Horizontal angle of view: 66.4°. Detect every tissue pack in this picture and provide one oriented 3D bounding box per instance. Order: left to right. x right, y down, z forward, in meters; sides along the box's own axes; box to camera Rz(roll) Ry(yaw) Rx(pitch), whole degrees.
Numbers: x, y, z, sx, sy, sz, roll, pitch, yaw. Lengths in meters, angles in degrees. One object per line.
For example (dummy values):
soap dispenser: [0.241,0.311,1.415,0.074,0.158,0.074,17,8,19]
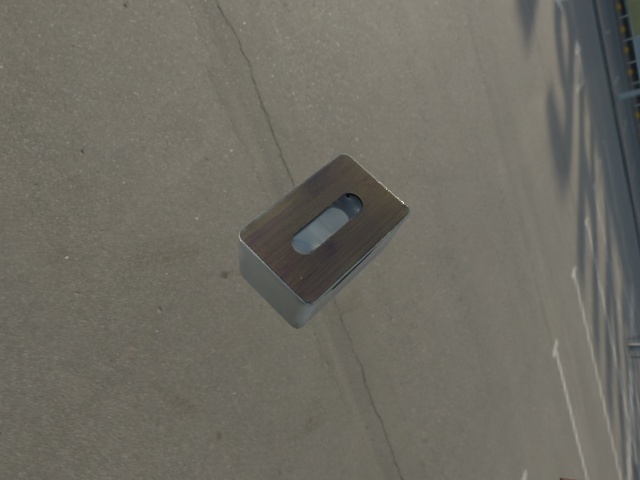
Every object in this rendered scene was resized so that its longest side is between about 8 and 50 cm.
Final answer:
tissue pack: [0.001,0.001,0.815,0.159,0.136,0.246,43,64,12]

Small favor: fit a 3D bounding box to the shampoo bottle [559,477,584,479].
shampoo bottle: [0.312,0.234,0.371,0.068,0.236,0.067,29,63,-64]
